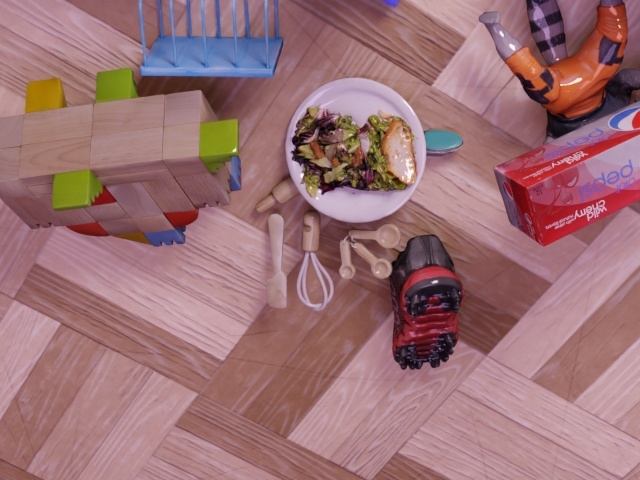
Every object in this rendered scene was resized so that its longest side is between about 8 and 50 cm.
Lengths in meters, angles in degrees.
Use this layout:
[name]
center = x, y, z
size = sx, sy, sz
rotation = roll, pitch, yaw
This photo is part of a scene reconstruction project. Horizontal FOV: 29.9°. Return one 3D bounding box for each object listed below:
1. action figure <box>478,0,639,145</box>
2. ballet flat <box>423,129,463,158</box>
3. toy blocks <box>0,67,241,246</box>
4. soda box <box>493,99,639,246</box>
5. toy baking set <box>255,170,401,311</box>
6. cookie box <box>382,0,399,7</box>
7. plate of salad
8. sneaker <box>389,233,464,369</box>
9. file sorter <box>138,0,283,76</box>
[action figure]
center = 0.371, -0.212, 1.546
size = 0.341, 0.178, 0.330
rotation = -31, 126, -10
[ballet flat]
center = 0.140, -0.131, 1.659
size = 0.114, 0.041, 0.041
rotation = 1, 123, 5
[toy blocks]
center = -0.262, -0.080, 1.630
size = 0.382, 0.190, 0.261
rotation = -7, 155, 11
[soda box]
center = 0.348, -0.092, 1.435
size = 0.263, 0.092, 0.083
rotation = -25, 116, -10
[toy baking set]
center = -0.002, -0.007, 1.714
size = 0.256, 0.030, 0.196
rotation = -27, 92, 23
[cookie box]
center = 0.082, -0.363, 1.507
size = 0.092, 0.040, 0.107
rotation = 27, 121, -12
[plate of salad]
center = 0.044, -0.121, 1.631
size = 0.200, 0.048, 0.199
rotation = 4, 102, 17
[sneaker]
center = 0.150, 0.089, 1.765
size = 0.098, 0.135, 0.276
rotation = -6, 146, -5
[file sorter]
center = -0.140, -0.279, 1.540
size = 0.170, 0.118, 0.104
rotation = 1, 119, 5
